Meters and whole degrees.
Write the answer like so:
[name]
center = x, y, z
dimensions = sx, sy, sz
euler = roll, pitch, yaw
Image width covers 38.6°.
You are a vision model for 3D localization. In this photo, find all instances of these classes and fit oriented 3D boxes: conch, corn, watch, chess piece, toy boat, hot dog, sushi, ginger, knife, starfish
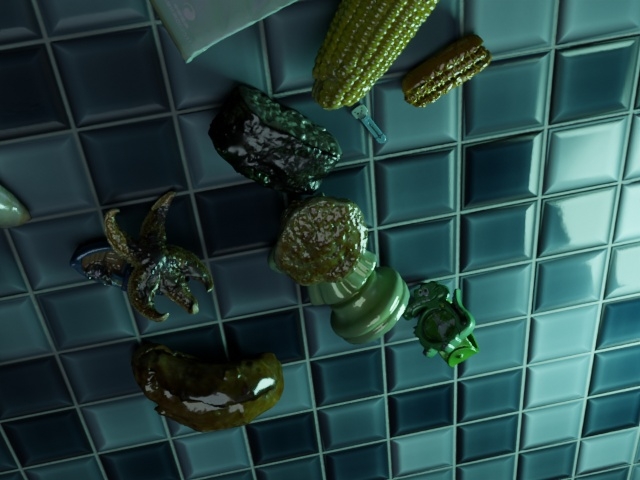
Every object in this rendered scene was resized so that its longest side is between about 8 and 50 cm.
[conch]
center = -0.576, -0.070, 1.539
dimensions = 0.104, 0.094, 0.176
euler = -52, 150, 11
[corn]
center = 0.093, -0.351, 1.421
dimensions = 0.130, 0.130, 0.347
euler = 20, 121, -27
[watch]
center = 0.265, 0.172, 1.907
dimensions = 0.131, 0.165, 0.152
euler = -35, 153, 14
[chess piece]
center = 0.020, 0.050, 1.740
dimensions = 0.176, 0.175, 0.298
euler = -36, 115, 16
[toy boat]
center = -0.347, 0.057, 1.673
dimensions = 0.223, 0.097, 0.100
euler = 11, 122, -23
[hot dog]
center = 0.211, -0.287, 1.557
dimensions = 0.165, 0.045, 0.071
euler = -32, 131, 12
[sushi]
center = -0.078, -0.159, 1.540
dimensions = 0.225, 0.124, 0.127
euler = 25, 117, -32
[ginger]
center = -0.228, 0.303, 1.862
dimensions = 0.321, 0.172, 0.165
euler = 8, 164, -20
[knife]
center = 0.088, -0.204, 1.618
dimensions = 0.027, 0.010, 0.096
euler = -33, 129, 14
[starfish]
center = -0.290, 0.026, 1.618
dimensions = 0.238, 0.216, 0.071
euler = 38, 150, -27

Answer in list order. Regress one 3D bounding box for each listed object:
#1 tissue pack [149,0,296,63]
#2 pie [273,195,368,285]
[tissue pack]
center = -0.113, -0.461, 1.062
dimensions = 0.332, 0.205, 0.404
euler = -15, 108, 42
[pie]
center = 0.000, 0.000, 1.615
dimensions = 0.163, 0.079, 0.193
euler = 20, 122, -10
